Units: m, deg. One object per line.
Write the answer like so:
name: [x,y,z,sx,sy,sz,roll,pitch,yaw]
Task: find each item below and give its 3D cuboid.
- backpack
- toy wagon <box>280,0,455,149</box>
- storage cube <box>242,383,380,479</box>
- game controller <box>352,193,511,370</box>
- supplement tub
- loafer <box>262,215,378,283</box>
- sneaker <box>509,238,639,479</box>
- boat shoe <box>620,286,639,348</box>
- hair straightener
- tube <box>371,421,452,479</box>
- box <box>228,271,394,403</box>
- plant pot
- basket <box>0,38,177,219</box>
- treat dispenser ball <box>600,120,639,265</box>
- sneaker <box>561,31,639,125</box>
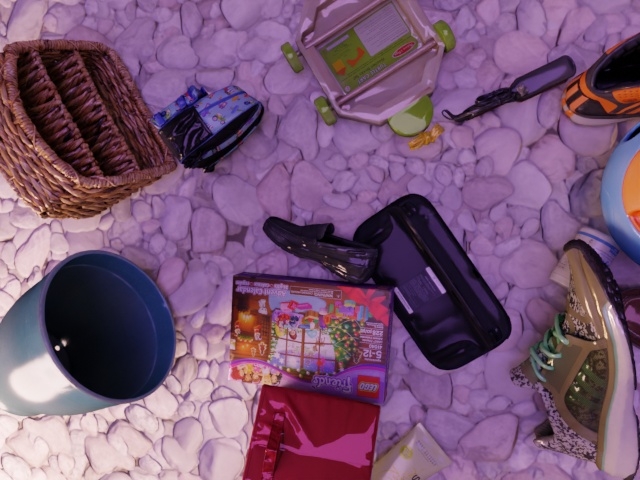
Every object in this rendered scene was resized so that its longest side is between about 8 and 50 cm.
backpack: [-0.191,-0.215,0.883,0.173,0.158,0.116,-38,93,4]
toy wagon: [0.103,-0.313,0.887,0.267,0.068,0.344,-31,87,7]
storage cube: [-0.008,0.356,0.821,0.194,0.215,0.183,8,69,7]
game controller: [0.196,0.077,0.890,0.167,0.067,0.319,-35,85,21]
supplement tub: [0.451,0.037,0.841,0.071,0.071,0.107,31,94,6]
loafer: [0.000,0.000,0.888,0.224,0.076,0.078,25,112,16]
sneaker: [0.395,0.201,0.790,0.182,0.158,0.409,-6,104,26]
boat shoe: [0.640,0.163,0.792,0.325,0.116,0.122,19,93,7]
hair straightener: [0.322,-0.259,0.845,0.231,0.089,0.047,-18,90,8]
tube: [0.117,0.441,0.900,0.240,0.062,0.070,-38,126,2]
box: [-0.020,0.170,0.894,0.294,0.057,0.200,4,94,15]
plant pot: [-0.452,0.189,0.884,0.256,0.272,0.271,-25,87,22]
basket: [-0.450,-0.214,0.890,0.223,0.213,0.298,-28,87,8]
treat dispenser ball: [0.571,-0.071,0.713,0.289,0.288,0.287,0,91,8]
sneaker: [0.566,-0.257,0.763,0.322,0.180,0.124,-11,85,8]
